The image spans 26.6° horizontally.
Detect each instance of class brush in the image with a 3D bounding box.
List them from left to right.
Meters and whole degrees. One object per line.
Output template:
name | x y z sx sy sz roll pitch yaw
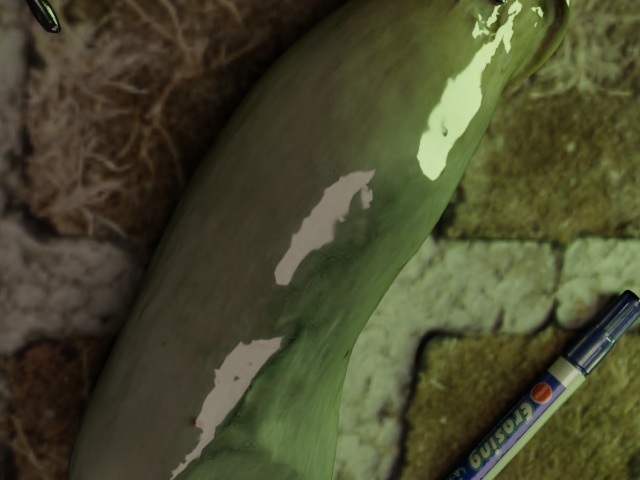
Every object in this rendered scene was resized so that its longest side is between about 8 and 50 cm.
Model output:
brush | -0.158 -0.141 0.696 0.024 0.008 0.083 -35 117 -6

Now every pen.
pen | 0.137 0.112 0.882 0.204 0.025 0.025 -48 117 2

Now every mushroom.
mushroom | 0.001 -0.001 0.741 0.177 0.126 0.397 15 105 -43
